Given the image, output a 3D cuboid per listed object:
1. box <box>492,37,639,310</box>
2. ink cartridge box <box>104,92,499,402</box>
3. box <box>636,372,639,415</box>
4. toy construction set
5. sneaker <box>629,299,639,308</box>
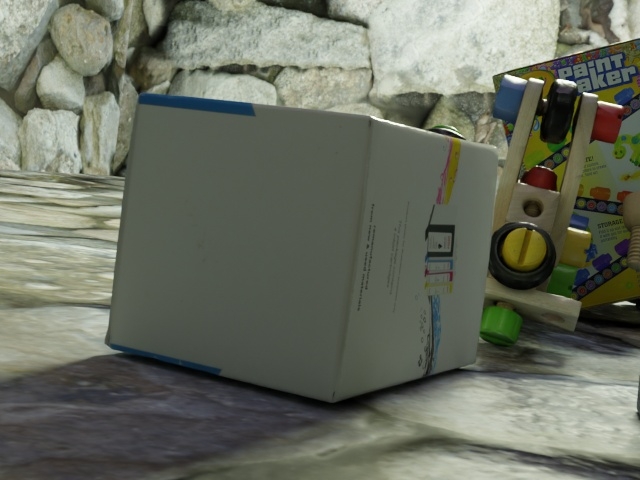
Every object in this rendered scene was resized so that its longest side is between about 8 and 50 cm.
[{"bbox_3d":[0.329,-0.075,1.341,0.177,0.279,0.290,-13,0,12],"label":"box"},{"bbox_3d":[0.000,0.000,0.757,0.171,0.168,0.232,9,4,27],"label":"ink cartridge box"},{"bbox_3d":[0.255,0.015,0.605,0.126,0.231,0.262,8,4,11],"label":"box"},{"bbox_3d":[0.222,0.024,1.039,0.308,0.237,0.257,24,-30,-13],"label":"toy construction set"},{"bbox_3d":[0.469,0.071,1.467,0.170,0.051,0.089,-1,6,-30],"label":"sneaker"}]
